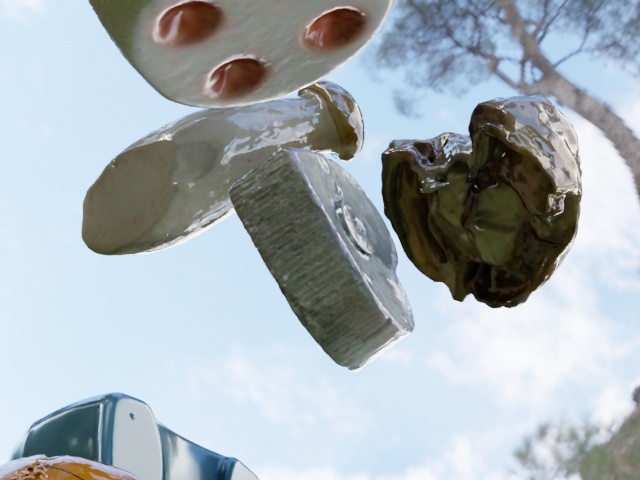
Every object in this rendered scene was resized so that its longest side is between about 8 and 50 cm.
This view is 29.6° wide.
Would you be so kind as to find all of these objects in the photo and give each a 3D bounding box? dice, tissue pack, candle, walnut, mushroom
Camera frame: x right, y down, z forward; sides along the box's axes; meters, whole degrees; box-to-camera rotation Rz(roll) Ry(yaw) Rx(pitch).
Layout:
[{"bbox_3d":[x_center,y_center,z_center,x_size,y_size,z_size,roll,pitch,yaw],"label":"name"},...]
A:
[{"bbox_3d":[-0.079,-0.284,1.128,0.251,0.243,0.259,-25,-28,10],"label":"dice"},{"bbox_3d":[-0.204,0.302,1.274,0.206,0.198,0.287,-30,-46,23],"label":"tissue pack"},{"bbox_3d":[0.000,0.000,0.941,0.068,0.192,0.168,-35,-57,15],"label":"candle"},{"bbox_3d":[0.185,-0.043,1.237,0.238,0.141,0.204,-19,-80,54],"label":"walnut"},{"bbox_3d":[-0.108,-0.086,1.343,0.128,0.350,0.128,48,-28,36],"label":"mushroom"}]

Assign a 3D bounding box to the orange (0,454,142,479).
[{"bbox_3d":[-0.213,0.288,0.986,0.234,0.234,0.182,46,-32,-5],"label":"orange"}]
